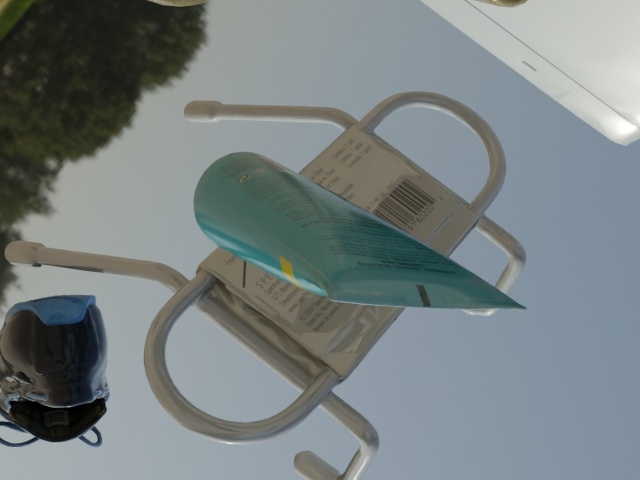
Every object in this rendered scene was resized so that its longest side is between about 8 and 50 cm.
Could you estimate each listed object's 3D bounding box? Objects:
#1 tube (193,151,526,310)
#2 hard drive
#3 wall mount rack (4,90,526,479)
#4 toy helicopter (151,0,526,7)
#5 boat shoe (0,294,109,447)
[{"bbox_3d":[0.000,0.000,0.500,0.207,0.080,0.052,-153,-116,-64],"label":"tube"},{"bbox_3d":[0.247,-0.199,0.785,0.353,0.233,0.047,-32,-151,58],"label":"hard drive"},{"bbox_3d":[-0.035,0.004,0.813,0.350,0.304,0.130,-45,166,-37],"label":"wall mount rack"},{"bbox_3d":[0.047,-0.212,0.521,0.355,0.234,0.140,-27,-149,-22],"label":"toy helicopter"},{"bbox_3d":[-0.211,0.114,0.866,0.258,0.109,0.089,116,-36,-71],"label":"boat shoe"}]
